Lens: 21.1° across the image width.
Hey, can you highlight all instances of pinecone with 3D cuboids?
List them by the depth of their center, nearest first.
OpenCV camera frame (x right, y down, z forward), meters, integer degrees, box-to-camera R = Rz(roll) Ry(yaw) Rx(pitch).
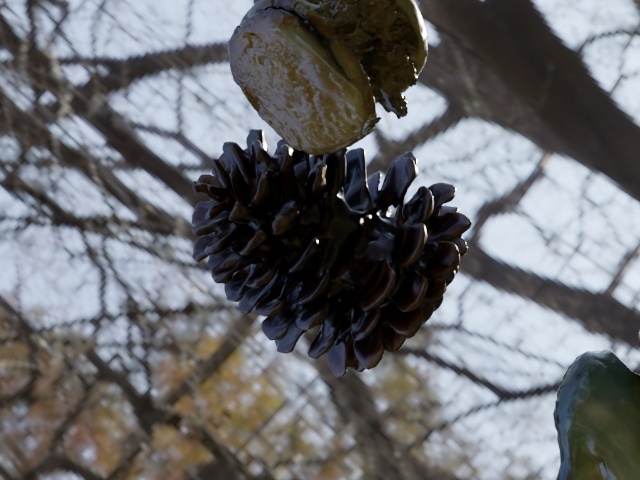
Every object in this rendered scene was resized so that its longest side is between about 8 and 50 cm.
[{"bbox_3d":[0.002,-0.003,1.736,0.292,0.246,0.246,27,-80,-26],"label":"pinecone"}]

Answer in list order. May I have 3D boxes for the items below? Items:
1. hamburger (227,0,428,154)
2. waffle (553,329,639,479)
[{"bbox_3d":[0.000,-0.167,1.422,0.185,0.159,0.131,47,-123,-14],"label":"hamburger"},{"bbox_3d":[0.209,0.130,0.540,0.056,0.309,0.291,-19,-53,-82],"label":"waffle"}]
